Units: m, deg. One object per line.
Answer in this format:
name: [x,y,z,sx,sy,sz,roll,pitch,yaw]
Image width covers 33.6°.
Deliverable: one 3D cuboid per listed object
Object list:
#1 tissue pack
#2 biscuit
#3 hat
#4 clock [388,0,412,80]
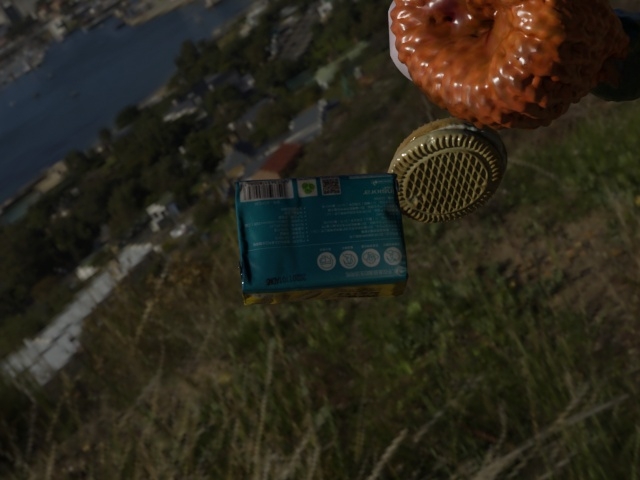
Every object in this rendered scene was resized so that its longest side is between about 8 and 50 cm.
tissue pack: [0.000,0.000,1.703,0.270,0.192,0.134,-3,-15,-5]
biscuit: [0.257,-0.139,2.156,0.259,0.259,0.079,-26,44,15]
hat: [0.313,-0.302,1.412,0.400,0.286,0.285,-13,8,-35]
clock: [0.216,-0.369,1.864,0.197,0.197,0.068,-37,14,-15]
